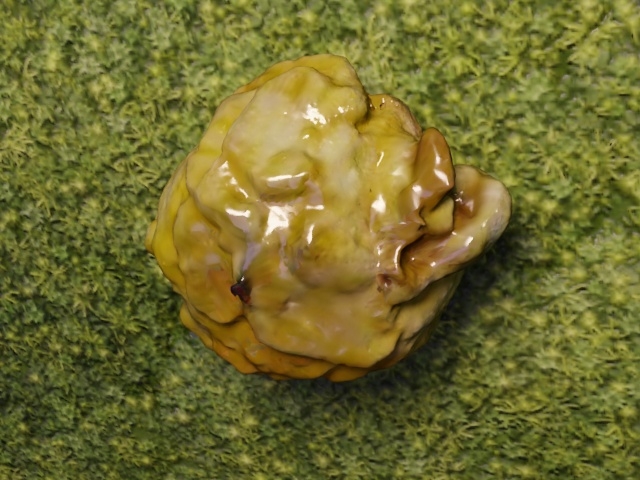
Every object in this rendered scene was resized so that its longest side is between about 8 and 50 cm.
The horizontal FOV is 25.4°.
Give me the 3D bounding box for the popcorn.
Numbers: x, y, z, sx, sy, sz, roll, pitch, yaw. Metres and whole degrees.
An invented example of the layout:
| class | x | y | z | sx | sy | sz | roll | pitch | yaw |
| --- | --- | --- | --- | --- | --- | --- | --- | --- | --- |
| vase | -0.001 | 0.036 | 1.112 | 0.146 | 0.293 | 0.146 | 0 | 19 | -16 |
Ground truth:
| class | x | y | z | sx | sy | sz | roll | pitch | yaw |
| --- | --- | --- | --- | --- | --- | --- | --- | --- | --- |
| popcorn | 0.000 | 0.000 | 0.975 | 0.266 | 0.192 | 0.233 | -17 | 114 | 36 |
